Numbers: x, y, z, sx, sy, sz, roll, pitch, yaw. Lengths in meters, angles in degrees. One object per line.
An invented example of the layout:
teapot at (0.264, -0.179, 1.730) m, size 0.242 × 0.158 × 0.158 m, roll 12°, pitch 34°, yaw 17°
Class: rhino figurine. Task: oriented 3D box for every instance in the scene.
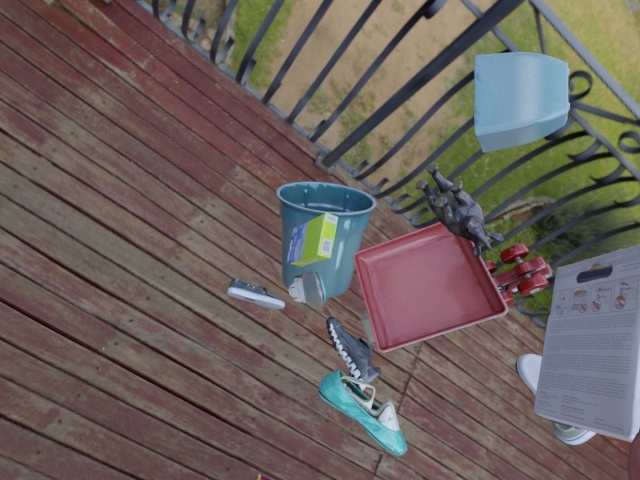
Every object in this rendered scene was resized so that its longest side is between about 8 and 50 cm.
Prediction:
rhino figurine at (0.251, -0.049, 0.751) m, size 0.073 × 0.243 × 0.106 m, roll -36°, pitch 118°, yaw 12°

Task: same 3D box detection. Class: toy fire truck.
toy fire truck at (0.715, 0.159, 1.578) m, size 0.254 × 0.302 × 0.169 m, roll 28°, pitch 37°, yaw -52°

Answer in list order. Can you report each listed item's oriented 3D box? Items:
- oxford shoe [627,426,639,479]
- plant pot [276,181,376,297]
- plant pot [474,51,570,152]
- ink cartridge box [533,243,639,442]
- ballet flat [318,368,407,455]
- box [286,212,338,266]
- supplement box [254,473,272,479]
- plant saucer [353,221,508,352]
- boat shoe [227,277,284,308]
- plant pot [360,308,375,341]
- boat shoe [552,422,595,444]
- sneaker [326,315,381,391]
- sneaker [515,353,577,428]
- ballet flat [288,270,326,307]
oxford shoe at (0.424, 0.185, 0.237) m, size 0.146 × 0.396 × 0.141 m, roll -3°, pitch 105°, yaw -50°
plant pot at (0.000, 0.000, 1.473) m, size 0.341 × 0.341 × 0.334 m, roll -5°, pitch 116°, yaw -28°
plant pot at (0.623, -0.432, 1.294) m, size 0.247 × 0.252 × 0.247 m, roll 5°, pitch 85°, yaw -63°
ink cartridge box at (0.367, 0.133, 0.545) m, size 0.056 × 0.181 × 0.225 m, roll 19°, pitch 75°, yaw 0°
ballet flat at (0.111, 0.376, 0.931) m, size 0.247 × 0.083 × 0.087 m, roll 37°, pitch 101°, yaw 3°
box at (-0.024, 0.004, 1.057) m, size 0.042 × 0.178 × 0.109 m, roll 19°, pitch 71°, yaw -24°
supplement box at (-0.122, 0.596, 0.974) m, size 0.083 × 0.055 × 0.043 m, roll 27°, pitch 108°, yaw -4°
plant saucer at (0.220, 0.095, 0.893) m, size 0.048 × 0.259 × 0.259 m, roll 58°, pitch 15°, yaw -47°
boat shoe at (-0.150, 0.126, 0.994) m, size 0.142 × 0.049 × 0.040 m, roll 19°, pitch 63°, yaw -14°
plant pot at (0.201, 0.271, 1.415) m, size 0.096 × 0.109 × 0.109 m, roll 51°, pitch 52°, yaw -22°
boat shoe at (0.595, 0.309, 0.941) m, size 0.094 × 0.109 × 0.302 m, roll 25°, pitch 90°, yaw -26°
sneaker at (0.102, 0.322, 1.248) m, size 0.106 × 0.078 × 0.234 m, roll -26°, pitch 69°, yaw -11°
sneaker at (0.441, 0.302, 0.809) m, size 0.216 × 0.121 × 0.079 m, roll 34°, pitch 63°, yaw -1°
ballet flat at (-0.030, 0.101, 0.845) m, size 0.068 × 0.213 × 0.072 m, roll -13°, pitch 87°, yaw -5°
